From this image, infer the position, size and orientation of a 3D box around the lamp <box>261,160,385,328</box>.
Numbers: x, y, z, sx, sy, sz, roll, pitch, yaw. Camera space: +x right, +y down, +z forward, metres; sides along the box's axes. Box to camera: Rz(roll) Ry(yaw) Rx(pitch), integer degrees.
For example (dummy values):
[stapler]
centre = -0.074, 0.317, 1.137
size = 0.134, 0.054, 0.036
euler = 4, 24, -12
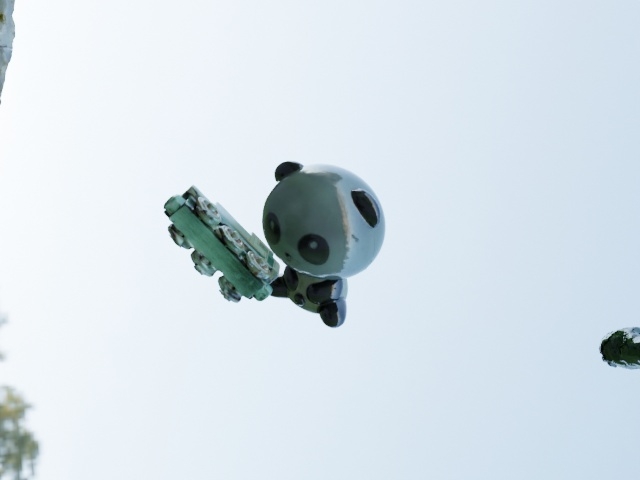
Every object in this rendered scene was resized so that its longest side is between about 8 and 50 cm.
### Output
[lamp]
centre = 0.000, 0.000, 1.667
size = 0.198, 0.198, 0.243
euler = 40, -48, 43

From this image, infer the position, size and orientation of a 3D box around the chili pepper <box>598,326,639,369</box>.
[chili pepper]
centre = 0.441, 0.143, 1.330
size = 0.061, 0.098, 0.224
euler = -62, -159, -14

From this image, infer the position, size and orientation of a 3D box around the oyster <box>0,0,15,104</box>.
[oyster]
centre = -0.411, -0.258, 1.172
size = 0.204, 0.111, 0.395
euler = 84, 6, -82

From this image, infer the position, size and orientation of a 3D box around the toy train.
[toy train]
centre = -0.140, 0.003, 1.511
size = 0.081, 0.194, 0.125
euler = -40, -167, 12
